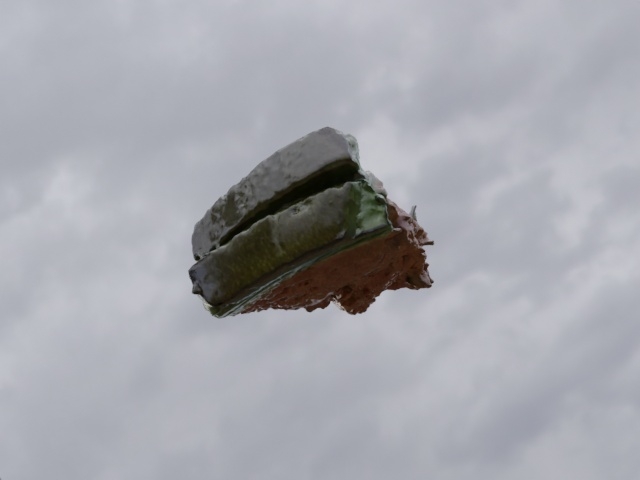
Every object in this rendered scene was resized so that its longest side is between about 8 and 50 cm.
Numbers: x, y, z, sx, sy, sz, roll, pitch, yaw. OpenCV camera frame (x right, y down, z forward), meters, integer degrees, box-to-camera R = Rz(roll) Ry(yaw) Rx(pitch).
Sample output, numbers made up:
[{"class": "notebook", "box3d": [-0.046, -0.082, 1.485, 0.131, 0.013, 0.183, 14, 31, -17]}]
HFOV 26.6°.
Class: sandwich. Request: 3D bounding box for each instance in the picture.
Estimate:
[{"class": "sandwich", "box3d": [-0.008, 0.004, 1.171, 0.184, 0.109, 0.160, -28, -33, 13]}]

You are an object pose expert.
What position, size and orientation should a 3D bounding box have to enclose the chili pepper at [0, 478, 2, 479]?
[{"class": "chili pepper", "box3d": [-0.403, 0.184, 1.437, 0.061, 0.224, 0.098, -47, -31, -8]}]
